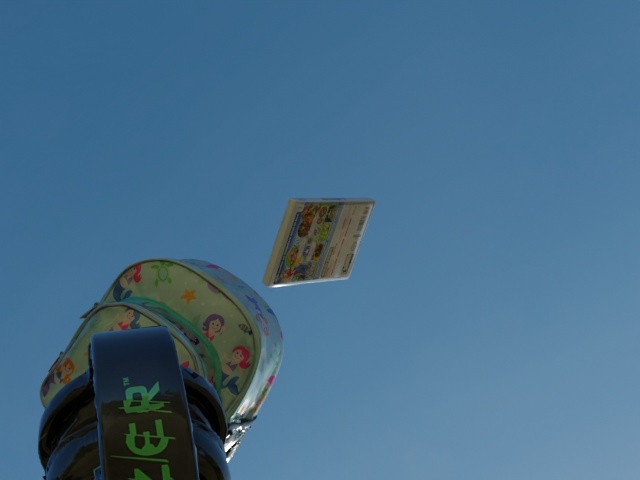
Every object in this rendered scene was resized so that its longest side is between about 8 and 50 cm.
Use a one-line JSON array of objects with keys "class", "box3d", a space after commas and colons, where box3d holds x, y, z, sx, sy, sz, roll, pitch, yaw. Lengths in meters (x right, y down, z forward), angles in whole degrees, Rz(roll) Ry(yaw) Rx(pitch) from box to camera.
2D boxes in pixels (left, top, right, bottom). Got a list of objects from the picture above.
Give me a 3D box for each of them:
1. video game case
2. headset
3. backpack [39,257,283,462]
[{"class": "video game case", "box3d": [0.000, 0.000, 0.988, 0.122, 0.011, 0.087, -3, -62, -51]}, {"class": "headset", "box3d": [-0.141, 0.210, 0.675, 0.185, 0.394, 0.243, -6, -116, -12]}, {"class": "backpack", "box3d": [-0.175, 0.146, 1.183, 0.225, 0.191, 0.253, 36, -87, 16]}]
